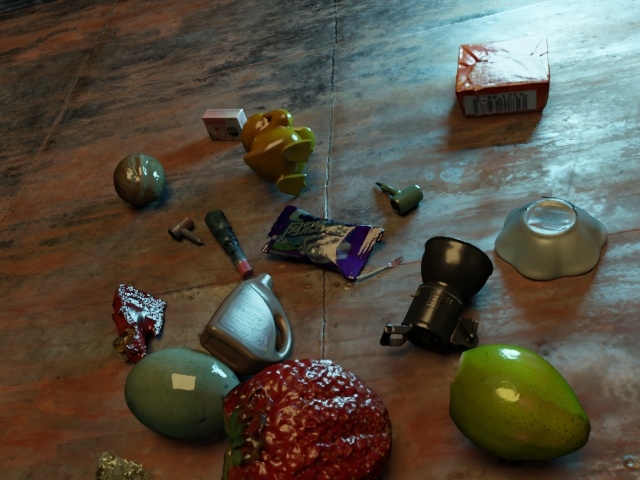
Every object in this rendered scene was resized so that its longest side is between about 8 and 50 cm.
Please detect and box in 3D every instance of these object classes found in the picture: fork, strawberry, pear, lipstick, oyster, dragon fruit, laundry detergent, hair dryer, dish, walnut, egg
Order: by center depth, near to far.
[{"bbox_3d":[0.324,0.268,1.059,0.220,0.187,0.187,13,52,19],"label":"pear"},{"bbox_3d":[-0.019,0.338,1.072,0.288,0.250,0.238,3,36,-13],"label":"strawberry"},{"bbox_3d":[-0.360,0.465,1.182,0.177,0.064,0.125,15,49,28],"label":"oyster"},{"bbox_3d":[-0.261,0.290,1.238,0.237,0.169,0.169,4,49,25],"label":"egg"},{"bbox_3d":[-0.129,0.172,1.349,0.171,0.076,0.237,37,35,-2],"label":"laundry detergent"},{"bbox_3d":[0.477,-0.026,1.354,0.230,0.081,0.229,-10,45,10],"label":"dish"},{"bbox_3d":[0.132,0.062,1.436,0.115,0.012,0.016,-24,44,-6],"label":"fork"},{"bbox_3d":[-0.418,0.205,1.469,0.092,0.122,0.192,-50,40,27],"label":"dragon fruit"},{"bbox_3d":[0.179,-0.116,1.585,0.071,0.047,0.150,-33,35,-16],"label":"hair dryer"},{"bbox_3d":[-0.221,0.008,1.586,0.053,0.053,0.234,-29,46,-9],"label":"lipstick"},{"bbox_3d":[-0.332,-0.018,1.667,0.114,0.037,0.063,29,60,29],"label":"hair dryer"},{"bbox_3d":[-0.501,-0.170,1.800,0.140,0.140,0.162,-22,34,-3],"label":"walnut"}]

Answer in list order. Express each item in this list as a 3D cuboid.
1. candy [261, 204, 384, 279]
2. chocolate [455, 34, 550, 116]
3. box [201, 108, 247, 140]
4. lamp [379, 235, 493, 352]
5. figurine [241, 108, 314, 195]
[{"bbox_3d":[0.000,0.000,1.509,0.275,0.070,0.145,16,62,26],"label":"candy"},{"bbox_3d":[0.488,-0.438,1.738,0.238,0.108,0.234,-4,47,18],"label":"chocolate"},{"bbox_3d":[-0.278,-0.343,1.923,0.125,0.089,0.043,3,49,24],"label":"box"},{"bbox_3d":[0.238,0.127,1.265,0.172,0.147,0.227,24,64,8],"label":"lamp"},{"bbox_3d":[-0.117,-0.242,1.705,0.215,0.215,0.228,-11,31,9],"label":"figurine"}]
